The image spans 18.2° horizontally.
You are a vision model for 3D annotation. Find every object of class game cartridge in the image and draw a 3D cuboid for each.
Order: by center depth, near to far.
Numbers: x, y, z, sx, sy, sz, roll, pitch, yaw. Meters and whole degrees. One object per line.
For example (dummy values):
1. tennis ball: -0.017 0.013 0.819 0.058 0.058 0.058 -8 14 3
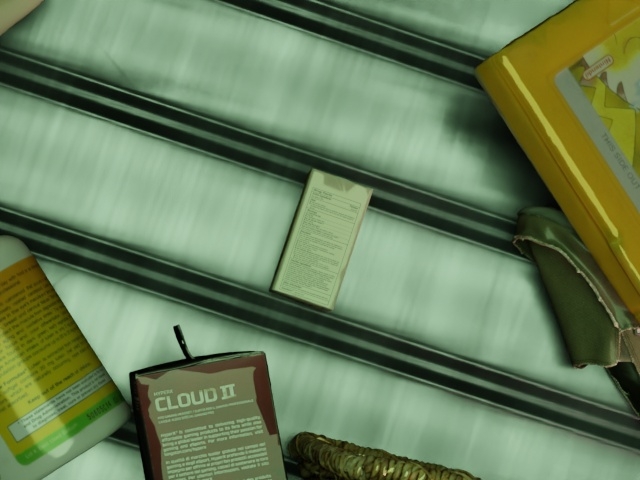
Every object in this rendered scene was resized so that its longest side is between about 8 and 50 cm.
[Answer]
1. game cartridge: 0.325 -0.084 1.754 0.285 0.052 0.324 -34 90 -30

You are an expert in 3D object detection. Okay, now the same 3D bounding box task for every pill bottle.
1. pill bottle: -0.278 0.082 1.676 0.136 0.136 0.246 -32 91 -8

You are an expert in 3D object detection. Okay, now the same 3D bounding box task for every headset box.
1. headset box: -0.086 0.212 1.651 0.110 0.218 0.293 -10 89 -8

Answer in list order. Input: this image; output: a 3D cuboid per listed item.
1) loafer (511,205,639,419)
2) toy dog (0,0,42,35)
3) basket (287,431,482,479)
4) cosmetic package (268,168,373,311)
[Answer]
1. loafer: 0.253 0.074 1.763 0.087 0.094 0.251 -44 92 -12
2. toy dog: -0.313 -0.339 1.630 0.408 0.284 0.395 -20 89 -6
3. basket: 0.119 0.235 1.633 0.213 0.299 0.223 -18 89 -8
4. cosmetic package: 0.000 0.000 1.763 0.060 0.041 0.115 20 84 -5
